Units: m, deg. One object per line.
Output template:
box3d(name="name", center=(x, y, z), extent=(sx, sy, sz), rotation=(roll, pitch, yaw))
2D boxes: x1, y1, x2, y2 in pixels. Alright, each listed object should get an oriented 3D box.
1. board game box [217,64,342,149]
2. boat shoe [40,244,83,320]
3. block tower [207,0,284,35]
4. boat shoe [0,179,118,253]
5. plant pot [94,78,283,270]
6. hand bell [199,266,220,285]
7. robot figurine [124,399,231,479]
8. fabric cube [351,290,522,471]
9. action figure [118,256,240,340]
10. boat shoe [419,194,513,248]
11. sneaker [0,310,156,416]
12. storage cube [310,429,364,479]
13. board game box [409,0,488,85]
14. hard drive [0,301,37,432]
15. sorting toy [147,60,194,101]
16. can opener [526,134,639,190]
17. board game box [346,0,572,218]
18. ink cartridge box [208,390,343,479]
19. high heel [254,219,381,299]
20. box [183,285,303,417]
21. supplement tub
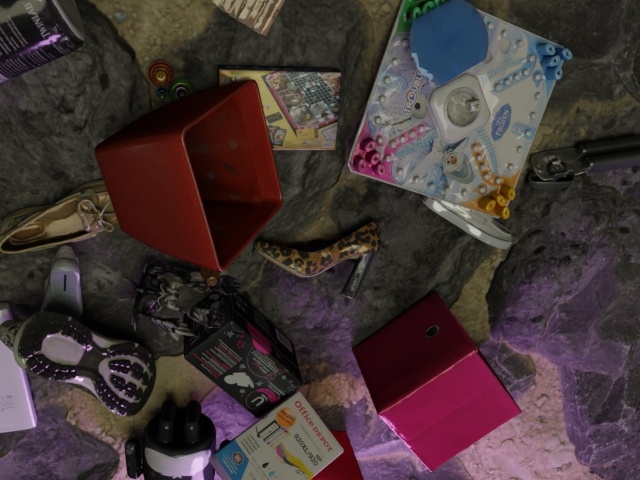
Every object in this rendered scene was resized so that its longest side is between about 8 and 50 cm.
box3d(name="board game box", center=(-0.085, -0.265, 1.409), extent=(0.243, 0.042, 0.165), rotation=(-1, 116, -13))
box3d(name="boat shoe", center=(-0.533, 0.102, 1.468), extent=(0.083, 0.075, 0.226), rotation=(10, 135, -23))
box3d(name="block tower", center=(-0.219, -0.490, 1.238), extent=(0.335, 0.091, 0.097), rotation=(25, 107, -24))
box3d(name="boat shoe", center=(-0.496, -0.038, 1.397), extent=(0.285, 0.089, 0.104), rotation=(-21, 118, -3))
box3d(name="plant pot", center=(-0.251, -0.128, 1.306), extent=(0.236, 0.267, 0.267), rotation=(3, 121, 24))
box3d(name="hand bell", center=(-0.228, 0.021, 1.404), extent=(0.126, 0.242, 0.126), rotation=(-5, 117, -10))
box3d(name="robot figurine", center=(-0.335, 0.513, 1.669), extent=(0.173, 0.209, 0.278), rotation=(-29, 132, -51))
box3d(name="fabric cube", center=(0.268, 0.330, 1.672), extent=(0.258, 0.254, 0.259), rotation=(-35, 119, 7))
box3d(name="action figure", center=(-0.297, 0.125, 1.467), extent=(0.141, 0.276, 0.164), rotation=(34, 66, -46))
box3d(name="boat shoe", center=(0.348, -0.064, 1.583), extent=(0.258, 0.095, 0.084), rotation=(26, 112, -24))
box3d(name="sneaker", center=(-0.520, 0.252, 1.522), extent=(0.410, 0.182, 0.158), rotation=(49, 60, -47))
box3d(name="storage cube", center=(-0.022, 0.610, 1.776), extent=(0.215, 0.193, 0.183), rotation=(10, 113, -19))
box3d(name="board game box", center=(0.242, -0.384, 1.358), extent=(0.169, 0.033, 0.133), rotation=(-32, 106, -11))
box3d(name="hard drive", center=(-0.756, 0.288, 1.526), extent=(0.210, 0.040, 0.318), rotation=(-6, 117, -11))
box3d(name="sorting toy", center=(-0.289, -0.295, 1.345), extent=(0.061, 0.042, 0.102), rotation=(-45, 117, 10))
box3d(name="can opener", center=(0.612, -0.176, 1.617), extent=(0.284, 0.076, 0.095), rotation=(-9, 150, -9))
box3d(name="board game box", center=(0.293, -0.272, 1.446), extent=(0.390, 0.050, 0.389), rotation=(16, 100, -20))
box3d(name="ink cartridge box", center=(-0.101, 0.479, 1.564), extent=(0.233, 0.168, 0.171), rotation=(-33, 79, -24))
box3d(name="high heel", center=(0.000, 0.000, 1.559), extent=(0.261, 0.093, 0.186), rotation=(24, 86, -10))
box3d(name="box", center=(-0.177, 0.247, 1.574), extent=(0.142, 0.163, 0.247), rotation=(-37, 119, 9))
box3d(name="supplement tub", center=(-0.584, -0.351, 1.154), extent=(0.338, 0.207, 0.207), rotation=(-24, 119, -1))
